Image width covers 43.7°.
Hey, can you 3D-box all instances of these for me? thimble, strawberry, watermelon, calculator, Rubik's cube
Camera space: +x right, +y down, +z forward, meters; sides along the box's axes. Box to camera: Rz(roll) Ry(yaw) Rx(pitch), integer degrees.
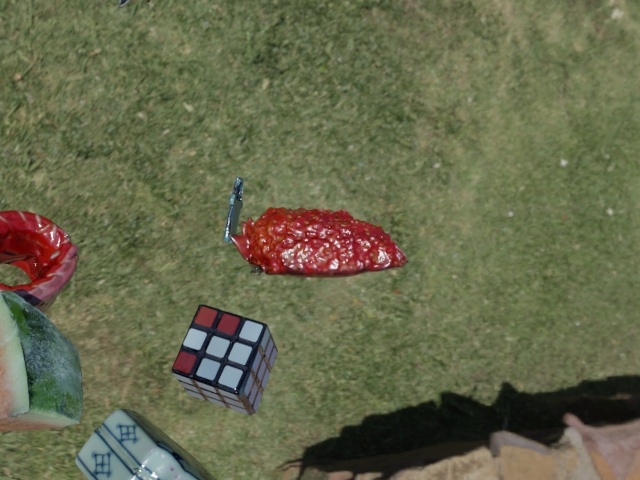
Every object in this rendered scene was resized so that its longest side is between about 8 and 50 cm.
[{"bbox_3d":[-0.496,0.049,1.277,0.163,0.125,0.189,46,45,3],"label":"thimble"},{"bbox_3d":[0.001,0.001,1.134,0.174,0.228,0.098,-7,98,-68],"label":"strawberry"},{"bbox_3d":[-0.493,0.204,1.173,0.140,0.256,0.193,42,29,-58],"label":"watermelon"},{"bbox_3d":[-0.180,-0.064,1.666,0.019,0.094,0.141,10,86,7],"label":"calculator"},{"bbox_3d":[-0.194,0.251,1.669,0.163,0.161,0.162,16,64,15],"label":"Rubik's cube"}]

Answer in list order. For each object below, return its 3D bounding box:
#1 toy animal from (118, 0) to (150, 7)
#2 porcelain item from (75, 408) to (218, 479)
[{"bbox_3d":[-0.288,-0.467,1.412,0.105,0.202,0.070,56,27,-60],"label":"toy animal"},{"bbox_3d":[-0.328,0.481,1.604,0.157,0.281,0.286,-49,129,-13],"label":"porcelain item"}]
